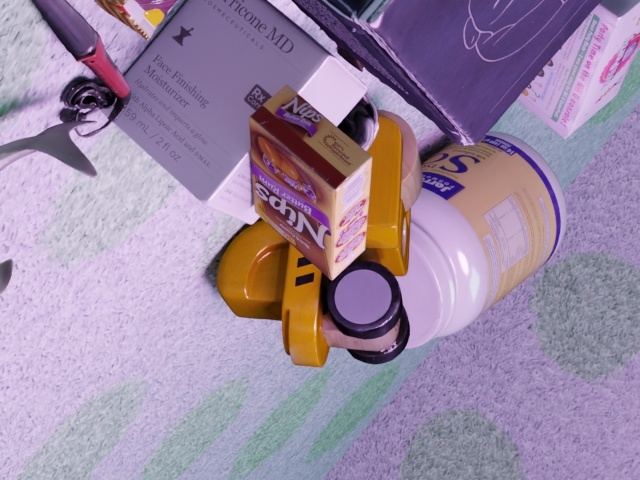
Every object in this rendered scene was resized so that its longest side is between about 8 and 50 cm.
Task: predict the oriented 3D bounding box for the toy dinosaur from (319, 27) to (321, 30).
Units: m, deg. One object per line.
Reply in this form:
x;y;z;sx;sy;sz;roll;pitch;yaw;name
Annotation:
0.036;-0.258;1.925;0.082;0.047;0.090;-62;160;-23;toy dinosaur

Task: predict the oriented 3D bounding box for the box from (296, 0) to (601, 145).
0.138;-0.377;1.418;0.480;0.297;0.472;-49;163;3;box

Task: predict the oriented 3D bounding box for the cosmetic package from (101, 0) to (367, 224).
-0.081;-0.138;1.679;0.183;0.151;0.151;-51;164;5;cosmetic package

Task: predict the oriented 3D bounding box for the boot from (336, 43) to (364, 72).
0.067;-0.257;2.023;0.114;0.037;0.106;-52;167;-6;boot

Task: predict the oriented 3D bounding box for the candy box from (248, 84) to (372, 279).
-0.010;-0.050;1.598;0.053;0.109;0.186;-43;161;-18;candy box

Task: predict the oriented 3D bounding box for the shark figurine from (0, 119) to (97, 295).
-0.314;-0.005;1.525;0.278;0.166;0.116;-65;-170;2;shark figurine

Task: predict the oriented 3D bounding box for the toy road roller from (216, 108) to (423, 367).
0.000;0.000;2.252;0.202;0.241;0.329;69;27;-73;toy road roller

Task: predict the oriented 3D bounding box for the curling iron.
-0.211;-0.158;1.492;0.068;0.035;0.274;-45;165;-11;curling iron

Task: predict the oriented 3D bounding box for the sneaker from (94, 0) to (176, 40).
-0.155;-0.233;1.424;0.084;0.069;0.185;-56;172;-6;sneaker

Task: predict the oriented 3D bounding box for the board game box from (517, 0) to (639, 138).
0.195;-0.281;1.796;0.097;0.303;0.224;-40;163;-24;board game box

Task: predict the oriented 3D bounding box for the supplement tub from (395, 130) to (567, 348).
0.191;-0.001;2.595;0.331;0.241;0.241;-33;159;-43;supplement tub

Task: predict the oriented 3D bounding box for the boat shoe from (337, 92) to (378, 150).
0.004;-0.134;1.982;0.121;0.119;0.335;-49;165;2;boat shoe
